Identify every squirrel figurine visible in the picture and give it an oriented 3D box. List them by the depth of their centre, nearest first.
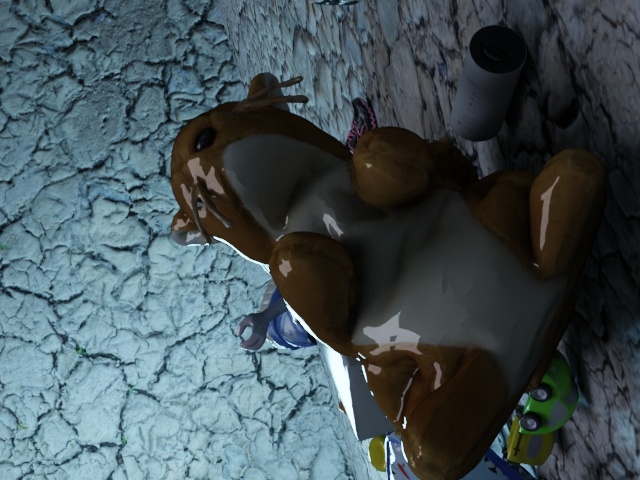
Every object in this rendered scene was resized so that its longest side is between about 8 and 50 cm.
[{"bbox_3d":[0.047,0.004,1.034,0.281,0.370,0.397,-66,-19,3],"label":"squirrel figurine"}]

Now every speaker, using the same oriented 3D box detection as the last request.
[{"bbox_3d":[0.161,-0.150,1.075,0.136,0.055,0.055,92,161,-67],"label":"speaker"}]

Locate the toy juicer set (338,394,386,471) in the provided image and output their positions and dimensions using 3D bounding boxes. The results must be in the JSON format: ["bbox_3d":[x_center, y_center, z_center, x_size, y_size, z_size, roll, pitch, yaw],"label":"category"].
[{"bbox_3d":[0.124,0.165,1.627,0.209,0.090,0.329,50,132,40],"label":"toy juicer set"}]

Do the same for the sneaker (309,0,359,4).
[{"bbox_3d":[0.029,-0.375,1.578,0.170,0.068,0.071,175,94,-73],"label":"sneaker"}]

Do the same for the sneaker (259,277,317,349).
[{"bbox_3d":[0.002,0.018,1.803,0.147,0.130,0.329,1,82,53],"label":"sneaker"}]

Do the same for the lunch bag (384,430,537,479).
[{"bbox_3d":[0.186,0.360,1.506,0.243,0.115,0.303,42,153,31],"label":"lunch bag"}]

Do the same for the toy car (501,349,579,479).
[{"bbox_3d":[0.230,0.210,1.174,0.239,0.053,0.225,-62,-14,-54],"label":"toy car"}]

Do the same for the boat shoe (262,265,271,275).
[{"bbox_3d":[0.003,0.081,1.958,0.342,0.123,0.123,50,-175,-47],"label":"boat shoe"}]

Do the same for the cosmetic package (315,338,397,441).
[{"bbox_3d":[0.109,0.083,1.290,0.224,0.224,0.138,-115,12,-49],"label":"cosmetic package"}]

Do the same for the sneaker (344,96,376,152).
[{"bbox_3d":[0.061,-0.164,1.745,0.047,0.057,0.119,-137,33,-79],"label":"sneaker"}]

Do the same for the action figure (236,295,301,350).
[{"bbox_3d":[0.000,0.000,1.476,0.370,0.276,0.248,60,-167,-78],"label":"action figure"}]
